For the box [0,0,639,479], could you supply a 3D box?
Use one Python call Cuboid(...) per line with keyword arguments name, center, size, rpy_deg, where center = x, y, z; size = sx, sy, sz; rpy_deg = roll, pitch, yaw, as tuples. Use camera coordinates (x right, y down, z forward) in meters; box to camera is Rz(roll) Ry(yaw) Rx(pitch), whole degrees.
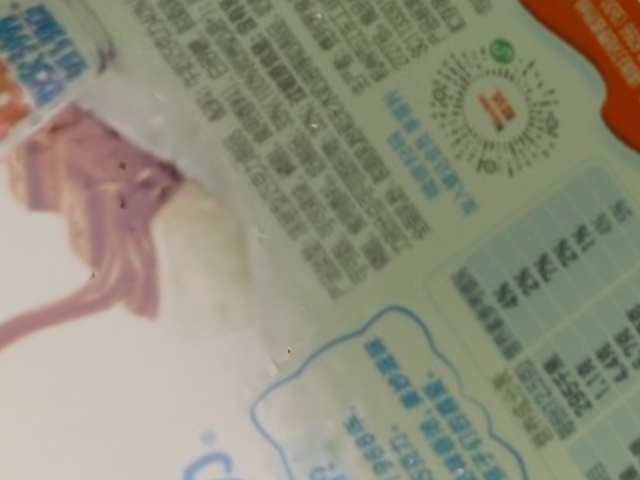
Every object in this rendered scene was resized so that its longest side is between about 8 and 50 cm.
Cuboid(name="box", center=(0.000, 0.000, 0.472), size=(0.265, 0.048, 0.273), rpy_deg=(-34, 89, -22))
